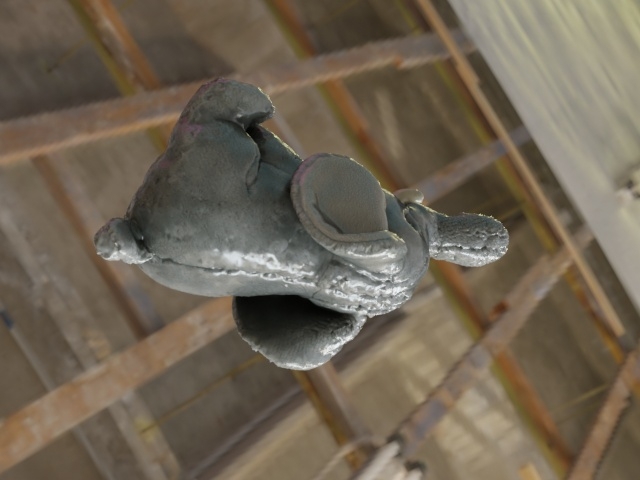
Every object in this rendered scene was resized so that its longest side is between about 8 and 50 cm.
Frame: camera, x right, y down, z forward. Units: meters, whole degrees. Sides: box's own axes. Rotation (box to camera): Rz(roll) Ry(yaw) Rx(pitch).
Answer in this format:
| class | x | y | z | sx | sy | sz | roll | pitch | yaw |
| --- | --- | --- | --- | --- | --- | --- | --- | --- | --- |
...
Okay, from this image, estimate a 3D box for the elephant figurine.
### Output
| class | x | y | z | sx | sy | sz | roll | pitch | yaw |
| --- | --- | --- | --- | --- | --- | --- | --- | --- | --- |
| elephant figurine | 0.000 | 0.000 | 0.914 | 0.239 | 0.186 | 0.169 | 28 | 167 | 5 |
